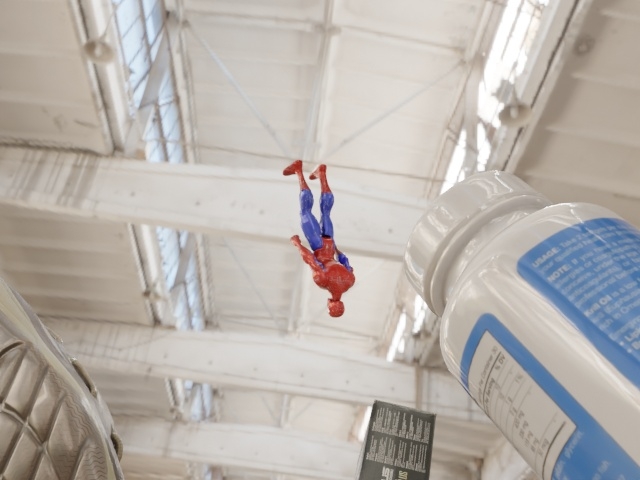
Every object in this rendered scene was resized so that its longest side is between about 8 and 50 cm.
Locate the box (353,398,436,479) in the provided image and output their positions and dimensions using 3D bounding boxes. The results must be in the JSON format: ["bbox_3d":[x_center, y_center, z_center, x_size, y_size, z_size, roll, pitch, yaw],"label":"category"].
[{"bbox_3d":[0.073,0.302,0.861,0.078,0.180,0.147,13,-47,4],"label":"box"}]

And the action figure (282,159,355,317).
[{"bbox_3d":[0.000,0.000,0.526,0.038,0.115,0.030,10,-36,-39],"label":"action figure"}]

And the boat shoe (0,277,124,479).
[{"bbox_3d":[-0.191,0.134,0.517,0.132,0.355,0.130,-44,-41,0],"label":"boat shoe"}]

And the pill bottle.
[{"bbox_3d":[0.138,0.058,0.376,0.124,0.221,0.124,-18,-46,-20],"label":"pill bottle"}]
